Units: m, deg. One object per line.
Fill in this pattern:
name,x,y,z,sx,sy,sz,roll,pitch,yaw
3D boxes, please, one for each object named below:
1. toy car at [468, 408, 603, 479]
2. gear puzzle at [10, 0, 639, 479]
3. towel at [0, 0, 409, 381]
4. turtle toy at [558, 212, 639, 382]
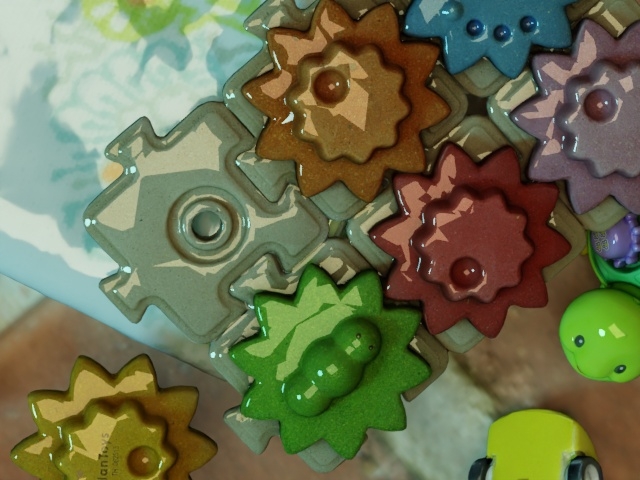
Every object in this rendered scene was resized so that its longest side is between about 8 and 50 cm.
toy car,0.108,0.219,0.830,0.225,0.053,0.239,36,96,41
gear puzzle,0.000,0.000,0.793,0.339,0.044,0.175,-42,102,3
towel,-0.113,-0.149,0.829,0.374,0.090,0.320,27,94,-6
turtle toy,0.154,0.006,0.854,0.095,0.066,0.130,34,95,1
